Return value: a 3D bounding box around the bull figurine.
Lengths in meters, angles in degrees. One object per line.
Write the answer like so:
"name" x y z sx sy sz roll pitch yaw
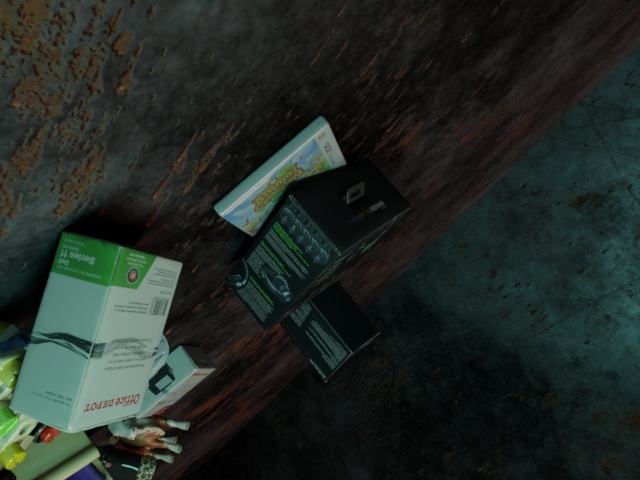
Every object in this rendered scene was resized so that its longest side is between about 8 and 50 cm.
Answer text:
"bull figurine" -0.443 0.488 1.404 0.310 0.188 0.101 131 -25 -56

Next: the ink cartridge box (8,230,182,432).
"ink cartridge box" -0.264 0.108 0.679 0.153 0.086 0.208 41 63 -74

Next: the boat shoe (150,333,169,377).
"boat shoe" -0.395 0.227 0.909 0.302 0.109 0.094 -24 175 -19

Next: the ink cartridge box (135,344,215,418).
"ink cartridge box" -0.348 0.325 1.297 0.175 0.072 0.127 -40 164 -1

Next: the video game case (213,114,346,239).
"video game case" -0.055 -0.092 0.911 0.212 0.023 0.193 -40 164 1

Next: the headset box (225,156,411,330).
"headset box" 0.000 0.000 1.022 0.246 0.131 0.283 -32 168 -46

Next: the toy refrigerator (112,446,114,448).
"toy refrigerator" -0.591 0.645 1.592 0.102 0.094 0.269 -33 164 2

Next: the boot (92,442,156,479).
"boot" -0.506 0.552 1.340 0.178 0.085 0.236 20 143 -19

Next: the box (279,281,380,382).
"box" -0.008 0.177 1.320 0.103 0.261 0.184 -28 161 -37

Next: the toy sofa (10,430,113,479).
"toy sofa" -0.565 0.521 1.149 0.150 0.177 0.362 -25 159 -44

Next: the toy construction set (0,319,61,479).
"toy construction set" -0.453 0.254 0.711 0.327 0.151 0.215 -39 164 -3
